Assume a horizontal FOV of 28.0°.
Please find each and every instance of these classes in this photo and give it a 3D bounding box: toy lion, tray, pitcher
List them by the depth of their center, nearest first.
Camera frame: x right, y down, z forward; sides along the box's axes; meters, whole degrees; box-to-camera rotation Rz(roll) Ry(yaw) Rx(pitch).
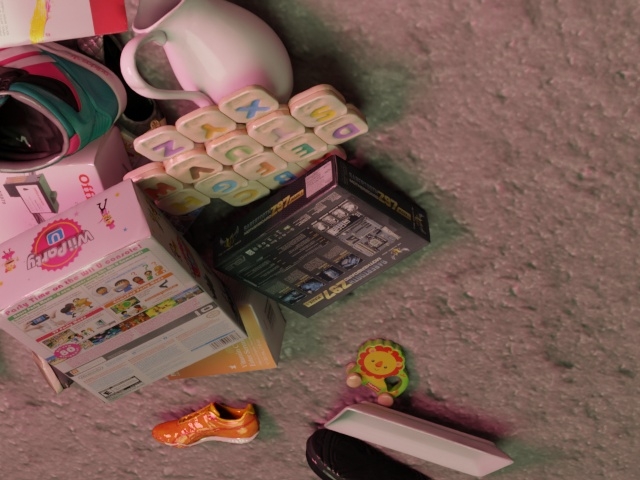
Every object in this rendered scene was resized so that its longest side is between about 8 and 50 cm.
[{"bbox_3d":[-0.134,-0.204,1.480,0.125,0.177,0.207,0,148,43],"label":"pitcher"},{"bbox_3d":[0.092,0.191,1.905,0.100,0.034,0.096,35,120,-21],"label":"toy lion"},{"bbox_3d":[0.150,0.299,1.965,0.270,0.030,0.145,19,156,-8],"label":"tray"}]

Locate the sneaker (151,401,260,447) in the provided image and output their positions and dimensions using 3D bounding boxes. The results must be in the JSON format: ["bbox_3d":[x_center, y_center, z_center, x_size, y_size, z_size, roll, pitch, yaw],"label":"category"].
[{"bbox_3d":[-0.181,0.284,2.018,0.175,0.064,0.067,-9,110,9],"label":"sneaker"}]

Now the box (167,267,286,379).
[{"bbox_3d":[-0.153,0.117,1.833,0.170,0.091,0.130,-9,129,16],"label":"box"}]

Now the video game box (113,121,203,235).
[{"bbox_3d":[-0.259,-0.075,1.708,0.205,0.048,0.187,28,132,-16],"label":"video game box"}]

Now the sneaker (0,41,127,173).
[{"bbox_3d":[-0.394,-0.171,1.512,0.296,0.178,0.123,20,126,2],"label":"sneaker"}]

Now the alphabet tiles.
[{"bbox_3d":[-0.089,-0.105,1.560,0.284,0.021,0.278,-23,159,16],"label":"alphabet tiles"}]

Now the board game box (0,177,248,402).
[{"bbox_3d":[-0.256,0.075,1.623,0.224,0.097,0.303,-26,148,6],"label":"board game box"}]

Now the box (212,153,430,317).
[{"bbox_3d":[0.000,0.000,1.702,0.233,0.059,0.183,-33,133,32],"label":"box"}]

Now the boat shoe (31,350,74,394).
[{"bbox_3d":[-0.410,0.136,1.926,0.065,0.075,0.206,-31,127,-22],"label":"boat shoe"}]

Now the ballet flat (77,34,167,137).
[{"bbox_3d":[-0.243,-0.189,1.594,0.049,0.057,0.173,12,143,51],"label":"ballet flat"}]

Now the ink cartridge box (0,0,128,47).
[{"bbox_3d":[-0.313,-0.294,1.419,0.176,0.128,0.127,-10,117,-10],"label":"ink cartridge box"}]

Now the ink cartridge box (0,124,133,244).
[{"bbox_3d":[-0.353,-0.059,1.645,0.219,0.092,0.160,-4,131,14],"label":"ink cartridge box"}]

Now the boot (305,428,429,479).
[{"bbox_3d":[0.032,0.420,2.071,0.246,0.094,0.207,28,126,-23],"label":"boot"}]
